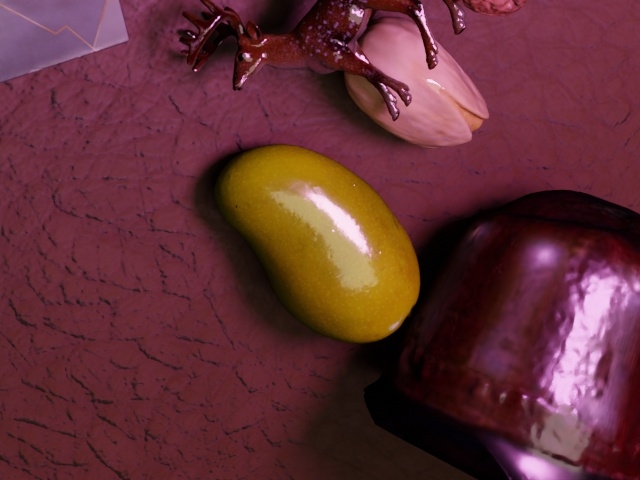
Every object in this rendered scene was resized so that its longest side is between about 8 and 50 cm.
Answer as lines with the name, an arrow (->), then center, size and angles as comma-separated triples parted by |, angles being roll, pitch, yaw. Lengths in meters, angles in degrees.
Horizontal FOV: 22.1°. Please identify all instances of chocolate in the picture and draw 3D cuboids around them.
chocolate -> 0.284, 0.111, 1.970 | 0.383, 0.383, 0.331 | 14, 104, -28

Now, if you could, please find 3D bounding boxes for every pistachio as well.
pistachio -> 0.111, -0.172, 1.891 | 0.117, 0.145, 0.200 | -48, 123, 1

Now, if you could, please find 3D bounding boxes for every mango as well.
mango -> 0.000, 0.000, 1.928 | 0.175, 0.143, 0.293 | -42, 111, 6

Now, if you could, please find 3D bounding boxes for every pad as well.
pad -> -0.336, -0.250, 1.748 | 0.243, 0.004, 0.163 | -21, 119, -14

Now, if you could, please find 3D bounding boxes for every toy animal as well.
toy animal -> 0.001, -0.235, 1.783 | 0.260, 0.087, 0.243 | 35, 106, -2

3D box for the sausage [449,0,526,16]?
sausage -> 0.201, -0.448, 1.744 | 0.094, 0.094, 0.419 | 13, 83, -52
